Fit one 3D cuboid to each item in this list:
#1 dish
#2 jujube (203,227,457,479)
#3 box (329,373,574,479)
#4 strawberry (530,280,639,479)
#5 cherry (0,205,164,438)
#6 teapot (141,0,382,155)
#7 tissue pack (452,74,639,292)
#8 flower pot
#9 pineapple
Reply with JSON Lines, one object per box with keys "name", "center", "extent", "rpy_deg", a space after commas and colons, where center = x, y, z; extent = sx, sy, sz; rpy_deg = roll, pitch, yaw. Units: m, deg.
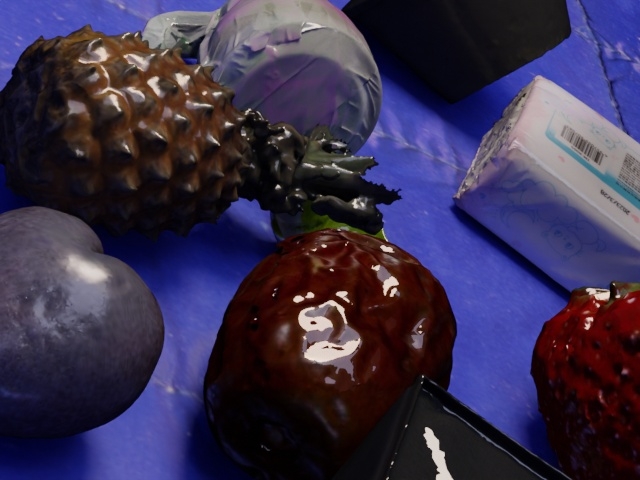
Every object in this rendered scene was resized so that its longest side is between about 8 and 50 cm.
{"name": "dish", "center": [0.000, 0.000, 1.616], "extent": [0.137, 0.039, 0.091], "rpy_deg": [1, 53, -41]}
{"name": "jujube", "center": [0.008, 0.093, 1.379], "extent": [0.183, 0.183, 0.243], "rpy_deg": [37, 38, -3]}
{"name": "box", "center": [0.074, 0.297, 1.134], "extent": [0.251, 0.204, 0.345], "rpy_deg": [35, 31, -5]}
{"name": "strawberry", "center": [0.324, 0.161, 1.573], "extent": [0.257, 0.257, 0.277], "rpy_deg": [1, 77, -47]}
{"name": "cherry", "center": [-0.195, 0.064, 1.226], "extent": [0.176, 0.140, 0.176], "rpy_deg": [8, 52, -11]}
{"name": "teapot", "center": [-0.062, -0.152, 1.681], "extent": [0.178, 0.221, 0.163], "rpy_deg": [-107, 176, -57]}
{"name": "tissue pack", "center": [0.290, -0.031, 1.885], "extent": [0.271, 0.124, 0.201], "rpy_deg": [38, 29, -4]}
{"name": "flower pot", "center": [0.171, -0.258, 1.986], "extent": [0.166, 0.269, 0.269], "rpy_deg": [61, 30, -8]}
{"name": "pineapple", "center": [-0.093, -0.067, 1.479], "extent": [0.361, 0.175, 0.175], "rpy_deg": [16, 37, -34]}
